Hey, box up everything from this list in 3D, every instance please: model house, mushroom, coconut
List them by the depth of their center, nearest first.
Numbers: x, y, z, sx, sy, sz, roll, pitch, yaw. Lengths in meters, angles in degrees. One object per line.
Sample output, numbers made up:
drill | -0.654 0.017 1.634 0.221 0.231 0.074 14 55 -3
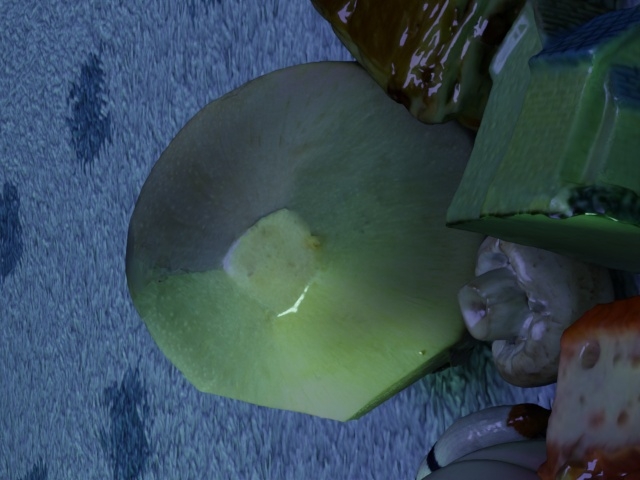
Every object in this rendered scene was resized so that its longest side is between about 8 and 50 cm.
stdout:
model house | 0.220 -0.081 1.327 0.214 0.195 0.189 170 110 -72
mushroom | 0.171 0.046 1.483 0.148 0.112 0.148 47 145 49
coconut | 0.000 0.000 1.646 0.353 0.353 0.352 -179 90 -66

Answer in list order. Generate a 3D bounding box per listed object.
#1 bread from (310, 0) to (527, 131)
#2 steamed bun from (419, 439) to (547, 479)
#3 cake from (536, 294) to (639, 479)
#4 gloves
bread | 0.116 -0.267 1.560 0.324 0.167 0.277 48 124 50
steamed bun | 0.170 0.267 1.276 0.309 0.309 0.309 -179 90 -66
cake | 0.286 0.173 1.040 0.269 0.270 0.319 163 109 -64
gloves | 0.144 0.192 1.512 0.131 0.140 0.218 -107 21 -45
